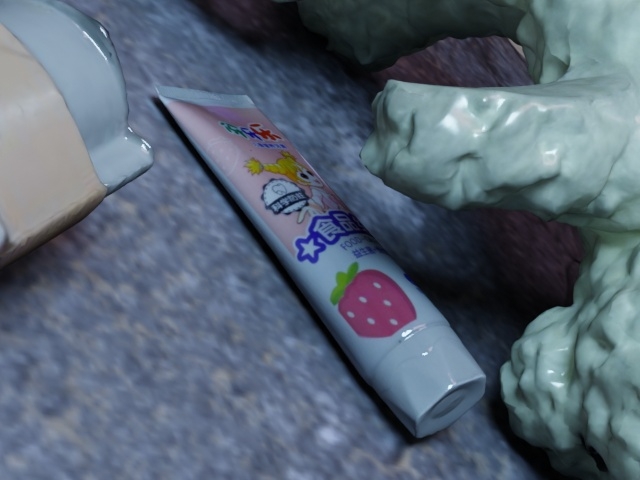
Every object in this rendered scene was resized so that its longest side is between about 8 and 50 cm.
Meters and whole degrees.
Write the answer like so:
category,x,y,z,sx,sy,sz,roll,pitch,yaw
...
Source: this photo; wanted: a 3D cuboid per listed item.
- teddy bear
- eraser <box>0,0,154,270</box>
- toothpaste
category,x,y,z,sx,sy,sz,roll,pitch,yaw
teddy bear,0.105,0.019,0.789,0.327,0.375,0.362,21,77,-65
eraser,-0.176,-0.036,0.496,0.171,0.087,0.290,50,26,-1
toothpaste,0.000,0.000,0.752,0.067,0.043,0.194,0,45,-53
